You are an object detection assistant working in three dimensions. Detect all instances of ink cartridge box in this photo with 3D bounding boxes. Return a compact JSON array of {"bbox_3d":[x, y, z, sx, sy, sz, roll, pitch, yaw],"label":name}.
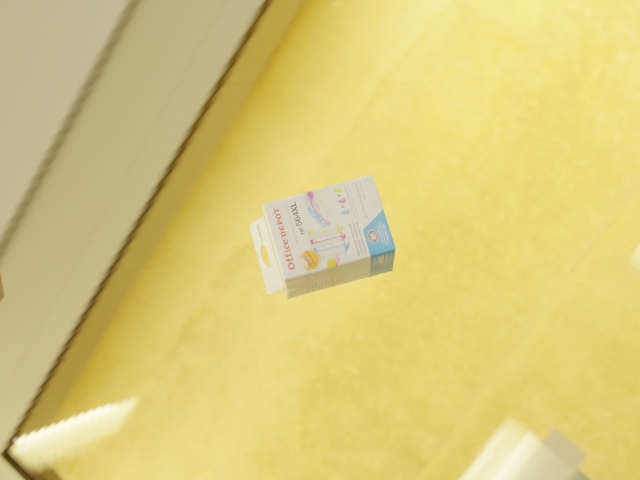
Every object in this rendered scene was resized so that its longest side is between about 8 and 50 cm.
[{"bbox_3d":[0.000,0.000,1.444,0.143,0.092,0.090,-16,-15,-4],"label":"ink cartridge box"}]

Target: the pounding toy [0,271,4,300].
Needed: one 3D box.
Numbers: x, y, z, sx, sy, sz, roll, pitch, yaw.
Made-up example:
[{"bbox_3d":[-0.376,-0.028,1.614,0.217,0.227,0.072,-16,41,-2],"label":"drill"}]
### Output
[{"bbox_3d":[-0.318,0.027,0.990,0.141,0.130,0.100,-53,-35,-56],"label":"pounding toy"}]
